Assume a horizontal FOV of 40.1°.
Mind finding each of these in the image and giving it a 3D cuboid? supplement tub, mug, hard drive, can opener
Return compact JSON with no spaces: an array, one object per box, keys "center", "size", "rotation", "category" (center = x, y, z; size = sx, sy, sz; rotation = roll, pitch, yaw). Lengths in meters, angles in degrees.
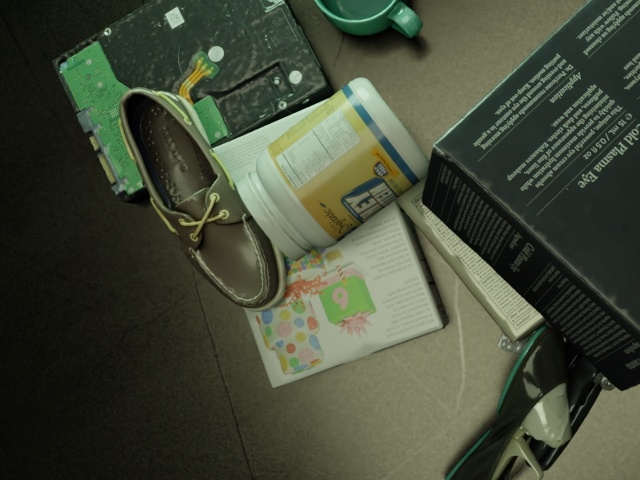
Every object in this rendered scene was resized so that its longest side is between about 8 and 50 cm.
[{"center":[0.015,-0.082,1.049],"size":[0.200,0.144,0.144],"rotation":[-37,81,9],"category":"supplement tub"},{"center":[0.059,-0.328,1.170],"size":[0.129,0.097,0.157],"rotation":[-15,85,11],"category":"mug"},{"center":[-0.181,-0.230,1.235],"size":[0.339,0.064,0.237],"rotation":[-29,82,9],"category":"hard drive"},{"center":[0.320,0.213,1.121],"size":[0.059,0.073,0.186],"rotation":[20,97,-27],"category":"can opener"}]

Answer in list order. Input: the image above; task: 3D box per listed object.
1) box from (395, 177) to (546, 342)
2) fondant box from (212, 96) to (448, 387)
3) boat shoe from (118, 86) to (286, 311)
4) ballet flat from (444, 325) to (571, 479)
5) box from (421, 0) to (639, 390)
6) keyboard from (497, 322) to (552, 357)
[{"center":[0.228,-0.007,1.095],"size":[0.149,0.127,0.232],"rotation":[-40,75,10],"category":"box"},{"center":[0.000,0.000,1.171],"size":[0.238,0.096,0.330],"rotation":[-21,82,11],"category":"fondant box"},{"center":[-0.154,-0.052,1.110],"size":[0.117,0.097,0.324],"rotation":[-31,82,11],"category":"boat shoe"},{"center":[0.249,0.240,1.081],"size":[0.096,0.095,0.280],"rotation":[38,114,30],"category":"ballet flat"},{"center":[0.339,-0.074,0.934],"size":[0.343,0.179,0.312],"rotation":[-42,75,-10],"category":"box"},{"center":[0.313,0.037,1.143],"size":[0.072,0.014,0.256],"rotation":[23,93,12],"category":"keyboard"}]
